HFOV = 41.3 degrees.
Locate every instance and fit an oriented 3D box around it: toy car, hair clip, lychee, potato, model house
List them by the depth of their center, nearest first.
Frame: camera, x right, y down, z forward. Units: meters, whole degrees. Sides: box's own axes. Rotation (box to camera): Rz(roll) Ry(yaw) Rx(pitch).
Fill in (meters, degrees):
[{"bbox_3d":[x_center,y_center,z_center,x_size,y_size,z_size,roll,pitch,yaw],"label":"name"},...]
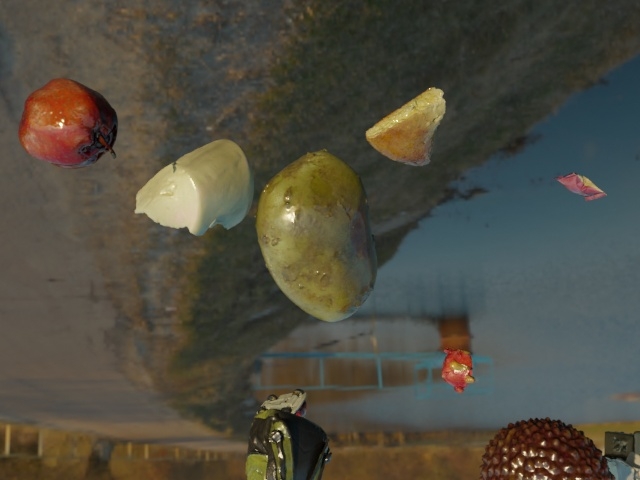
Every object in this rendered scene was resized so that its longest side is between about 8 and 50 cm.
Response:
[{"bbox_3d":[0.309,0.332,1.166,0.188,0.188,0.188,-3,165,-1],"label":"lychee"},{"bbox_3d":[0.528,0.467,1.471,0.054,0.220,0.140,-17,-154,-34],"label":"hair clip"},{"bbox_3d":[0.000,0.000,1.471,0.173,0.307,0.210,2,-151,40],"label":"potato"},{"bbox_3d":[0.721,0.491,1.764,0.248,0.180,0.176,-3,168,34],"label":"model house"},{"bbox_3d":[-0.092,0.476,2.290,0.139,0.112,0.112,-11,-161,28],"label":"toy car"}]

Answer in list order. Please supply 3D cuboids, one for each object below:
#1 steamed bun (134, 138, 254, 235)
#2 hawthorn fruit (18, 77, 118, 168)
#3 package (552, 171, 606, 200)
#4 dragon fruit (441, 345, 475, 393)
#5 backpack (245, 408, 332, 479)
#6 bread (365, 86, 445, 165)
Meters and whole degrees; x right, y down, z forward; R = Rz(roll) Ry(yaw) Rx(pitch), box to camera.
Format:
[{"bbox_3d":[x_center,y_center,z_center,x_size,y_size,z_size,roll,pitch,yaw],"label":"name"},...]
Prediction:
[{"bbox_3d":[-0.246,-0.086,1.709,0.200,0.170,0.225,-29,-177,41],"label":"steamed bun"},{"bbox_3d":[-0.424,-0.192,1.476,0.194,0.157,0.157,27,176,21],"label":"hawthorn fruit"},{"bbox_3d":[0.465,-0.098,1.520,0.083,0.029,0.059,32,163,-17],"label":"package"},{"bbox_3d":[0.349,0.337,2.224,0.068,0.126,0.112,8,137,-15],"label":"dragon fruit"},{"bbox_3d":[-0.078,0.527,1.965,0.207,0.253,0.140,28,146,-36],"label":"backpack"},{"bbox_3d":[0.140,-0.182,1.444,0.136,0.054,0.154,-9,130,-22],"label":"bread"}]
